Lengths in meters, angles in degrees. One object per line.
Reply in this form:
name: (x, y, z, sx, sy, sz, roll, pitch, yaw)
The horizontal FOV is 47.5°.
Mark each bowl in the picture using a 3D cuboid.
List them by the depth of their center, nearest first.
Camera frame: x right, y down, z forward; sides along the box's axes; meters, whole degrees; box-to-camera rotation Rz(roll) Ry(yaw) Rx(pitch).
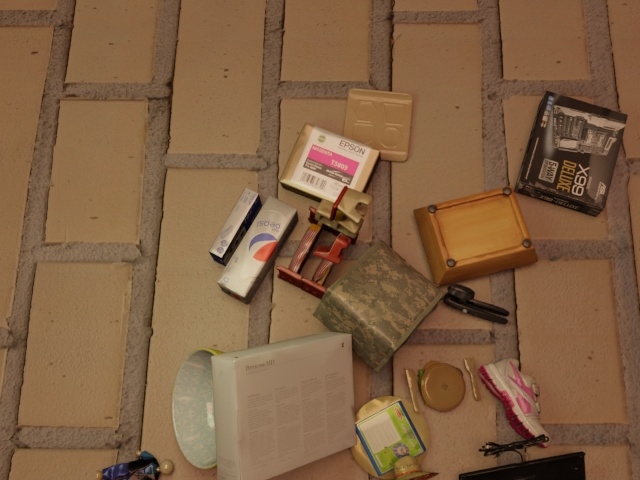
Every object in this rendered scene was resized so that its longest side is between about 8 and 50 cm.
bowl: (-0.234, 0.414, 1.819, 0.156, 0.289, 0.290, 6, 67, -40)

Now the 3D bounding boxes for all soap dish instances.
soap dish: (0.424, -0.021, 1.977, 0.290, 0.118, 0.229, -14, 73, -2)

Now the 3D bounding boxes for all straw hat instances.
straw hat: (0.215, 0.567, 1.794, 0.144, 0.144, 0.061, -15, 65, -3)

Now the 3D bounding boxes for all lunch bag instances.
lunch bag: (0.162, 0.156, 1.897, 0.235, 0.169, 0.287, 41, 53, 11)

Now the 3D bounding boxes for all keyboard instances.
keyboard: (0.497, 0.564, 1.793, 0.317, 0.033, 0.202, -10, 109, -2)

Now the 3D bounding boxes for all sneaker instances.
sneaker: (0.518, 0.404, 1.848, 0.111, 0.103, 0.252, -29, 79, -11)

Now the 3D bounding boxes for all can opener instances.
can opener: (0.418, 0.179, 1.947, 0.186, 0.073, 0.059, 26, 67, 0)

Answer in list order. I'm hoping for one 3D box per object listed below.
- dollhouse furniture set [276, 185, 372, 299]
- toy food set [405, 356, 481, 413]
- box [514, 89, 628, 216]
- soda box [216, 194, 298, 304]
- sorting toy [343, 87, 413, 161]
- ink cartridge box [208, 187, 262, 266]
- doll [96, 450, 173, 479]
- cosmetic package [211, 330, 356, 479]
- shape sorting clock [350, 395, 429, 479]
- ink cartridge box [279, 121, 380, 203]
dollhouse furniture set: (0.000, 0.000, 1.851, 0.152, 0.374, 0.201, 27, 73, 5)
toy food set: (0.318, 0.379, 1.900, 0.192, 0.038, 0.132, -7, 77, -12)
box: (0.710, -0.247, 2.062, 0.242, 0.076, 0.308, 19, 74, 7)
soda box: (-0.168, 0.026, 1.988, 0.091, 0.098, 0.286, 28, 75, 10)
sorting toy: (0.167, -0.336, 2.129, 0.192, 0.038, 0.208, 6, 78, 4)
ink cartridge box: (-0.233, -0.036, 2.009, 0.046, 0.097, 0.207, 26, 75, 9)
doll: (-0.465, 0.598, 1.841, 0.189, 0.046, 0.129, -13, 63, -9)
cosmetic package: (-0.076, 0.383, 1.715, 0.097, 0.377, 0.285, 3, 95, 45)
shape sorting clock: (0.176, 0.503, 1.857, 0.206, 0.040, 0.206, 0, 81, 0)
ink cartridge box: (0.029, -0.200, 2.046, 0.234, 0.088, 0.193, 22, 84, 8)
